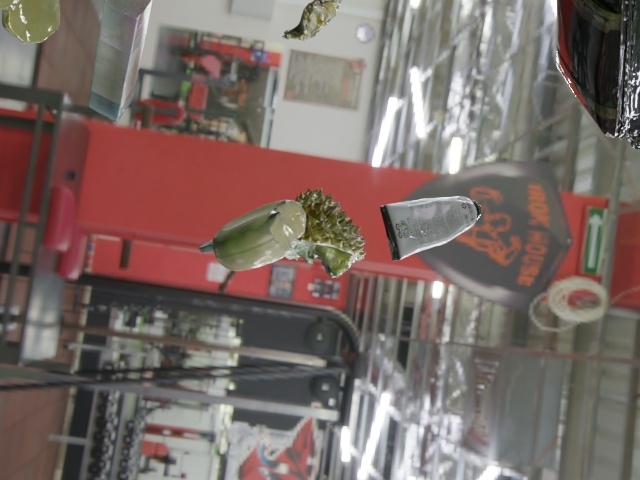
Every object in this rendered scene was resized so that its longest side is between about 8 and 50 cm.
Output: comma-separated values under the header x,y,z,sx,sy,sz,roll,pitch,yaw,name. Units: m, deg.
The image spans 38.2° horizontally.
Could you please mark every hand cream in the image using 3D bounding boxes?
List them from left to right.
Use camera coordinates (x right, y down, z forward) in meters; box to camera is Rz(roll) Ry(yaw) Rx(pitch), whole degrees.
x,y,z,sx,sy,sz,roll,pitch,yaw,name
0.250,-0.043,2.068,0.076,0.336,0.121,-16,-91,43,hand cream

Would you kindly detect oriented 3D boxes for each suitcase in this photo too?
x,y,z,sx,sy,sz,roll,pitch,yaw,name
0.546,-0.399,1.686,0.434,0.194,0.283,74,-2,-48,suitcase

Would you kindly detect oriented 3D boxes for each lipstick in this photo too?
x,y,z,sx,sy,sz,roll,pitch,yaw,name
-0.367,-0.336,1.681,0.066,0.068,0.317,-64,-176,-31,lipstick

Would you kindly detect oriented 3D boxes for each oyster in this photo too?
x,y,z,sx,sy,sz,roll,pitch,yaw,name
-0.012,-0.350,1.459,0.122,0.045,0.146,-50,-178,-10,oyster

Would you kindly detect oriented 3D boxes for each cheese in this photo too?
x,y,z,sx,sy,sz,roll,pitch,yaw,name
-0.130,0.003,1.476,0.163,0.249,0.071,-40,108,-52,cheese

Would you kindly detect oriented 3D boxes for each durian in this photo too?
x,y,z,sx,sy,sz,roll,pitch,yaw,name
0.000,0.000,1.925,0.166,0.172,0.306,-41,167,0,durian

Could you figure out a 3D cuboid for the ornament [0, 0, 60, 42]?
x,y,z,sx,sy,sz,roll,pitch,yaw,name
-0.580,-0.500,1.805,0.180,0.201,0.059,-47,-133,-3,ornament
